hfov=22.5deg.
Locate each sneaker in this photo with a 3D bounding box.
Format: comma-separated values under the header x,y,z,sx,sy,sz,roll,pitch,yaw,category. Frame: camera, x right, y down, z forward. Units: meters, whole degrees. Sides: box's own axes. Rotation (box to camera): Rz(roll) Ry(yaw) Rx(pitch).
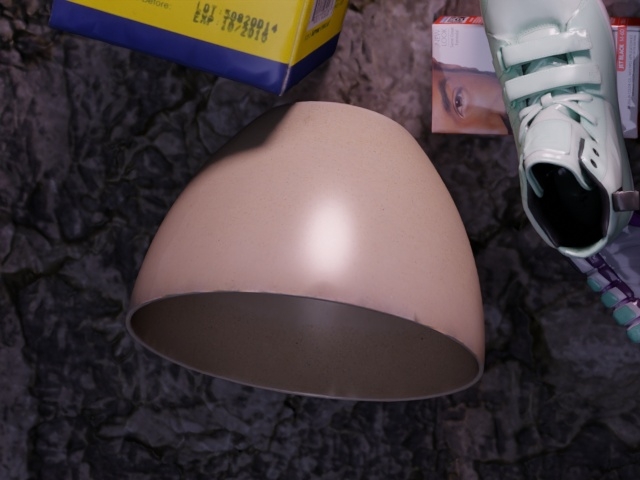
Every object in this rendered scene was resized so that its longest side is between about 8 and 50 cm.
x,y,z,sx,sy,sz,roll,pitch,yaw,category
0.179,-0.110,1.208,0.094,0.151,0.256,-17,98,17,sneaker
0.284,0.037,1.320,0.098,0.083,0.223,-39,93,14,sneaker

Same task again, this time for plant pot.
x,y,z,sx,sy,sz,roll,pitch,yaw,category
0.000,0.000,1.297,0.284,0.284,0.191,5,71,11,plant pot

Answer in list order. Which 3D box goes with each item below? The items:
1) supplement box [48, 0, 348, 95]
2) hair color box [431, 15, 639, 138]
x,y,z,sx,sy,sz,roll,pitch,yaw,category
-0.055,-0.319,1.236,0.194,0.195,0.356,18,109,7,supplement box
0.176,-0.134,1.310,0.167,0.053,0.093,2,106,13,hair color box
